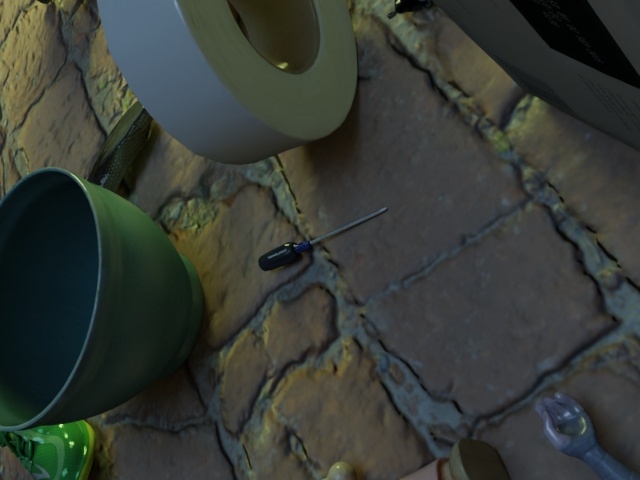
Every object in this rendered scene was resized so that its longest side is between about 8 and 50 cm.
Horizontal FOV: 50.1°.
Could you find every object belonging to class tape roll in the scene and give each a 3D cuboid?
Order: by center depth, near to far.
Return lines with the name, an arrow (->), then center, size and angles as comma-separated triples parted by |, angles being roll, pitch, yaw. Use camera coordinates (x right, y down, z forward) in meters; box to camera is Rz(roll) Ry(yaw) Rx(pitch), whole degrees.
tape roll -> -0.081, -0.226, 0.701 | 0.100, 0.286, 0.286 | -15, 69, 36

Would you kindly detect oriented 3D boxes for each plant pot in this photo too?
plant pot -> -0.269, 0.078, 0.829 | 0.293, 0.196, 0.293 | -11, 72, 38

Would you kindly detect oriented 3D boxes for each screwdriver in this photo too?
screwdriver -> 0.000, 0.000, 0.746 | 0.170, 0.024, 0.025 | -21, 36, 32

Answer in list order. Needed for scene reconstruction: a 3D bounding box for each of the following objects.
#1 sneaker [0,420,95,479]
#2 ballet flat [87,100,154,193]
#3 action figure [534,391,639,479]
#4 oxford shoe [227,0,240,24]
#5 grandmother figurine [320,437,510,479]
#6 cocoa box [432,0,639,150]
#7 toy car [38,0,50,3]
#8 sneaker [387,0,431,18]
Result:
sneaker -> -0.413, 0.262, 0.946 | 0.295, 0.123, 0.109 | 28, 96, 40
ballet flat -> -0.304, -0.094, 1.005 | 0.250, 0.058, 0.084 | -59, 28, 3
action figure -> 0.276, 0.215, 0.400 | 0.276, 0.248, 0.370 | 39, 125, -4
oxford shoe -> -0.127, -0.252, 0.899 | 0.076, 0.076, 0.212 | 20, 89, 11
grandmother figurine -> 0.008, 0.300, 0.594 | 0.342, 0.104, 0.208 | -36, 18, 28
cocoa box -> 0.204, -0.210, 0.418 | 0.231, 0.347, 0.228 | 44, 106, 39
toy car -> -0.501, -0.478, 1.207 | 0.188, 0.155, 0.149 | -23, 64, 44
sneaker -> 0.083, -0.272, 0.738 | 0.098, 0.038, 0.069 | 26, 94, 41
